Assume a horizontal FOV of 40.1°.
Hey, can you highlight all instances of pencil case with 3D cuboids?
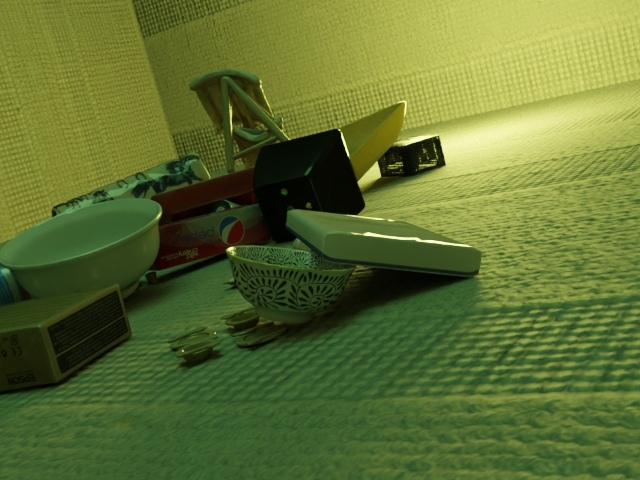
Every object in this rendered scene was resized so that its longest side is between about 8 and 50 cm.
[{"bbox_3d":[-0.436,-0.070,2.090,0.410,0.160,0.184,-26,-24,-28],"label":"pencil case"}]

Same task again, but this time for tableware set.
[{"bbox_3d":[-0.381,0.092,1.669,0.154,0.024,0.104,-23,13,-39],"label":"tableware set"},{"bbox_3d":[-0.126,0.122,1.143,0.141,0.020,0.168,-18,11,-14],"label":"tableware set"}]

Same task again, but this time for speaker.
[{"bbox_3d":[-0.182,-0.052,1.941,0.055,0.055,0.136,-10,-12,27],"label":"speaker"}]

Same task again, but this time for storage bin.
[{"bbox_3d":[0.235,-0.224,2.322,0.122,0.084,0.180,-19,12,-21],"label":"storage bin"}]

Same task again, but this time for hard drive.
[{"bbox_3d":[0.076,-0.002,1.267,0.210,0.040,0.318,6,6,-11],"label":"hard drive"}]

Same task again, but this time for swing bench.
[{"bbox_3d":[-0.164,-0.249,2.058,0.165,0.255,0.253,-24,-19,0],"label":"swing bench"}]

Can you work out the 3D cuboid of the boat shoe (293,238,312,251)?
[{"bbox_3d":[0.000,0.000,1.590,0.100,0.035,0.035,-12,6,-21],"label":"boat shoe"}]

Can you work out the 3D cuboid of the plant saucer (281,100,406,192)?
[{"bbox_3d":[0.048,-0.211,2.282,0.332,0.081,0.333,-17,22,44],"label":"plant saucer"}]

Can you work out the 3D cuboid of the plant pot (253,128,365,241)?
[{"bbox_3d":[-0.037,-0.096,1.799,0.187,0.188,0.167,-10,24,22],"label":"plant pot"}]

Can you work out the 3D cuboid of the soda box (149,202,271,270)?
[{"bbox_3d":[-0.236,-0.009,1.776,0.263,0.084,0.092,-16,7,-33],"label":"soda box"}]

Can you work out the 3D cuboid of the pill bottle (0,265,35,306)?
[{"bbox_3d":[-0.648,0.122,1.613,0.221,0.124,0.124,-22,12,-35],"label":"pill bottle"}]

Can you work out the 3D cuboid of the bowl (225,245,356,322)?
[{"bbox_3d":[-0.042,0.060,1.128,0.170,0.080,0.170,7,6,-1],"label":"bowl"}]

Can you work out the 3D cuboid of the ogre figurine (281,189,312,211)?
[{"bbox_3d":[-0.012,-0.108,2.024,0.197,0.097,0.118,-24,19,14],"label":"ogre figurine"}]

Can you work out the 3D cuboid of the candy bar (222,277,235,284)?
[{"bbox_3d":[-0.113,0.051,1.520,0.040,0.018,0.161,-10,12,27],"label":"candy bar"}]

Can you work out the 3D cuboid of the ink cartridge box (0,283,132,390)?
[{"bbox_3d":[-0.423,0.144,1.262,0.234,0.088,0.193,-11,9,23],"label":"ink cartridge box"}]

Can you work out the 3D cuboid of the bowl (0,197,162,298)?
[{"bbox_3d":[-0.416,0.039,1.592,0.297,0.134,0.298,-12,20,5],"label":"bowl"}]

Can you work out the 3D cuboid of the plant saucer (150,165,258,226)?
[{"bbox_3d":[-0.244,-0.065,2.001,0.258,0.048,0.259,-17,-19,-11],"label":"plant saucer"}]
